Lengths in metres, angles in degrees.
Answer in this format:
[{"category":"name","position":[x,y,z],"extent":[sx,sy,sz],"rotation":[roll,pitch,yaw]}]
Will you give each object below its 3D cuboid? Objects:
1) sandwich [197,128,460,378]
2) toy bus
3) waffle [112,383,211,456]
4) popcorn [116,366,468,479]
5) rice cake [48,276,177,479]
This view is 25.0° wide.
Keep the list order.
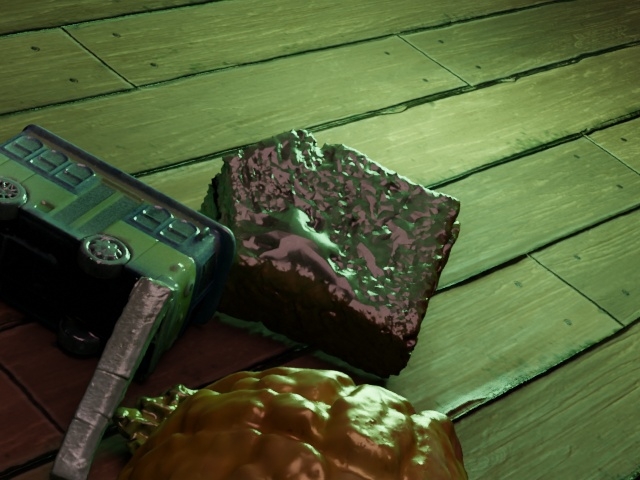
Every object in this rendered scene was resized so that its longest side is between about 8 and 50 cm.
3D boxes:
[{"category":"sandwich","position":[0.000,0.001,1.844],"extent":[0.325,0.131,0.262],"rotation":[24,52,1]},{"category":"toy bus","position":[-0.281,0.011,1.707],"extent":[0.312,0.152,0.190],"rotation":[28,33,12]},{"category":"waffle","position":[-0.106,0.236,1.560],"extent":[0.204,0.054,0.223],"rotation":[-9,44,-39]},{"category":"popcorn","position":[-0.037,0.286,1.251],"extent":[0.354,0.344,0.390],"rotation":[-1,44,-42]},{"category":"rice cake","position":[-0.219,0.147,1.522],"extent":[0.045,0.042,0.245],"rotation":[23,67,1]}]
